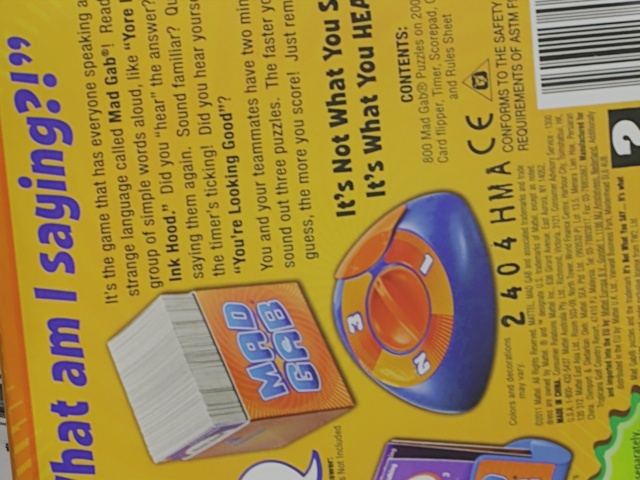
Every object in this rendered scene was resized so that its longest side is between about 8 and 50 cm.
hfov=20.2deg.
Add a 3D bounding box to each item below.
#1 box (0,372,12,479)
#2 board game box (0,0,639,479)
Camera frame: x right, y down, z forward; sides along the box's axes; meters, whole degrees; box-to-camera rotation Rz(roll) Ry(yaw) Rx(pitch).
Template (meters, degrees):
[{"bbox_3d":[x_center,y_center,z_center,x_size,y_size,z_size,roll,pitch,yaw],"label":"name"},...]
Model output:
[{"bbox_3d":[-0.177,0.140,1.499,0.290,0.087,0.169,-52,144,-56],"label":"box"},{"bbox_3d":[0.000,0.000,1.047,0.356,0.356,0.356,-137,-138,-82],"label":"board game box"}]
